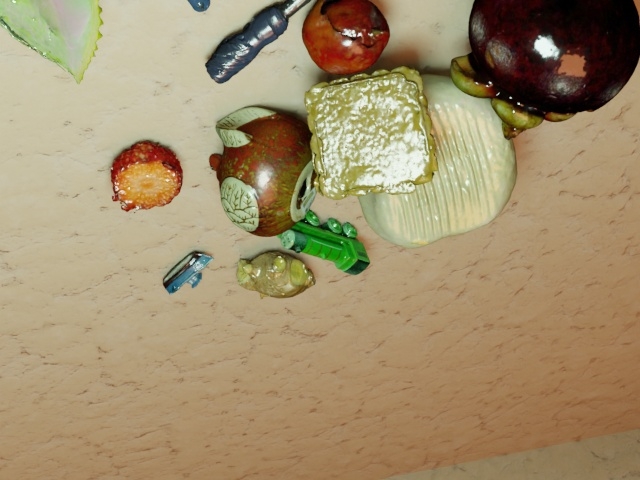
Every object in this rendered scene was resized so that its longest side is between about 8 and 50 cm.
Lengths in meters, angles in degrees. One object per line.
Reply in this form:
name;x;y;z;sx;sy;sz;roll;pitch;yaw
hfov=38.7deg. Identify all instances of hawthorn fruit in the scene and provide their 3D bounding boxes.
hawthorn fruit;0.051;-0.356;1.580;0.148;0.172;0.148;-10;110;-30

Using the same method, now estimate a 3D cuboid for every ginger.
ginger;-0.106;0.080;2.113;0.157;0.102;0.216;-11;158;36

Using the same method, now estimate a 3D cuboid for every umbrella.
umbrella;-0.103;-0.369;1.585;0.248;0.071;0.071;-40;139;18

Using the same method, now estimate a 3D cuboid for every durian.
durian;-0.455;-0.384;1.302;0.158;0.169;0.352;-32;130;33

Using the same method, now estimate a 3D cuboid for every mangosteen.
mangosteen;0.398;-0.340;1.632;0.307;0.307;0.347;7;130;-31

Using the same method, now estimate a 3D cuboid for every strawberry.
strawberry;-0.337;-0.125;1.759;0.145;0.086;0.145;-14;143;-11

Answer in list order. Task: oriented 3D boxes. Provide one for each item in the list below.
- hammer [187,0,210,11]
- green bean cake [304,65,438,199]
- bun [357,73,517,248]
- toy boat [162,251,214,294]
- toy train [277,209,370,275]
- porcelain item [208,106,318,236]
hammer;-0.226;-0.426;1.458;0.116;0.069;0.194;-28;151;10
green bean cake;0.091;-0.193;1.661;0.230;0.131;0.224;-9;101;10
bun;0.218;-0.158;1.844;0.361;0.213;0.361;-3;110;-9
toy boat;-0.295;0.074;2.052;0.061;0.060;0.137;37;112;-27
toy train;0.000;0.000;2.046;0.251;0.119;0.085;17;131;-40
porcelain item;-0.124;-0.135;1.776;0.253;0.253;0.253;-12;143;-10
